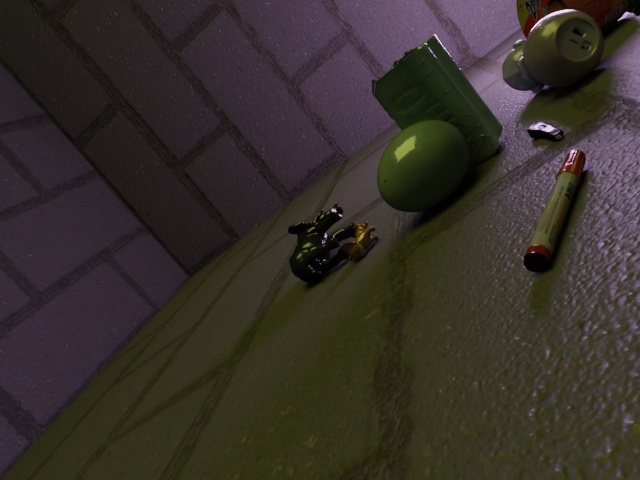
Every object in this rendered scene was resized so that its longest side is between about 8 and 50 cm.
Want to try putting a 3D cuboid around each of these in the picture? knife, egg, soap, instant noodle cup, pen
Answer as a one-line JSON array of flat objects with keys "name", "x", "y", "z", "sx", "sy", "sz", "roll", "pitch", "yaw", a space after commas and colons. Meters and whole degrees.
[{"name": "knife", "x": 0.377, "y": -0.181, "z": 0.924, "sx": 0.031, "sy": 0.018, "sz": 0.121, "roll": -30, "pitch": 12, "yaw": 11}, {"name": "egg", "x": 0.188, "y": -0.136, "z": 1.017, "sx": 0.192, "sy": 0.149, "sz": 0.149, "roll": -46, "pitch": 11, "yaw": -10}, {"name": "soap", "x": 0.230, "y": -0.255, "z": 1.085, "sx": 0.150, "sy": 0.261, "sz": 0.094, "roll": -32, "pitch": 16, "yaw": 39}, {"name": "instant noodle cup", "x": 0.600, "y": -0.553, "z": 1.307, "sx": 0.174, "sy": 0.213, "sz": 0.213, "roll": -30, "pitch": 10, "yaw": -1}, {"name": "pen", "x": 0.276, "y": -0.042, "z": 0.640, "sx": 0.028, "sy": 0.028, "sz": 0.239, "roll": -28, "pitch": 15, "yaw": 46}]

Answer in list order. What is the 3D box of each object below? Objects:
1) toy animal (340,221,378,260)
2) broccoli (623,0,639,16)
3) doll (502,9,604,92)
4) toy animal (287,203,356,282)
[{"name": "toy animal", "x": 0.071, "y": 0.002, "z": 1.098, "sx": 0.083, "sy": 0.060, "sz": 0.081, "roll": -41, "pitch": 50, "yaw": -17}, {"name": "broccoli", "x": 0.555, "y": -0.483, "z": 0.783, "sx": 0.353, "sy": 0.275, "sz": 0.397, "roll": -55, "pitch": 24, "yaw": 15}, {"name": "doll", "x": 0.466, "y": -0.379, "z": 1.158, "sx": 0.151, "sy": 0.151, "sz": 0.287, "roll": -39, "pitch": 6, "yaw": 1}, {"name": "toy animal", "x": -0.003, "y": -0.005, "z": 1.216, "sx": 0.146, "sy": 0.114, "sz": 0.245, "roll": -33, "pitch": 11, "yaw": 28}]
